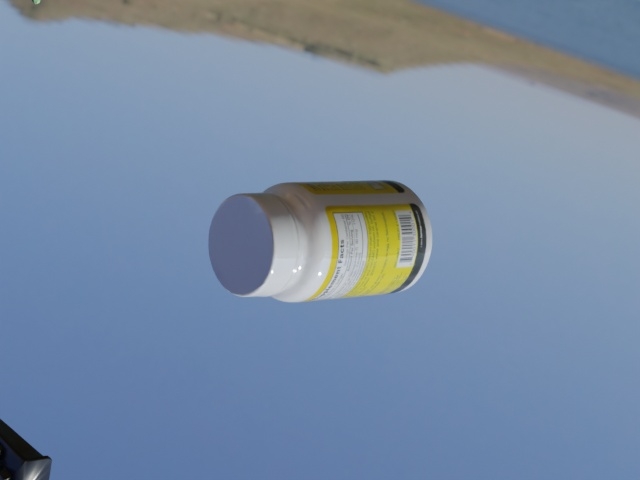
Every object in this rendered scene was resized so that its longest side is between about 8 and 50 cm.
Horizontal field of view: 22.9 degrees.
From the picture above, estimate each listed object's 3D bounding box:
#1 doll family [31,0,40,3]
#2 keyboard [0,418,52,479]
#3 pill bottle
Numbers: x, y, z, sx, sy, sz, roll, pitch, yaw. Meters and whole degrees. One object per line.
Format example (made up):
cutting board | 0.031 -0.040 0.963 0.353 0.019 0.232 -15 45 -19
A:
doll family | -0.117 -0.125 0.491 0.193 0.076 0.111 19 171 33
keyboard | -0.261 0.293 1.273 0.201 0.317 0.033 33 -146 31
pill bottle | 0.000 0.000 1.558 0.208 0.119 0.119 -3 -158 -43
